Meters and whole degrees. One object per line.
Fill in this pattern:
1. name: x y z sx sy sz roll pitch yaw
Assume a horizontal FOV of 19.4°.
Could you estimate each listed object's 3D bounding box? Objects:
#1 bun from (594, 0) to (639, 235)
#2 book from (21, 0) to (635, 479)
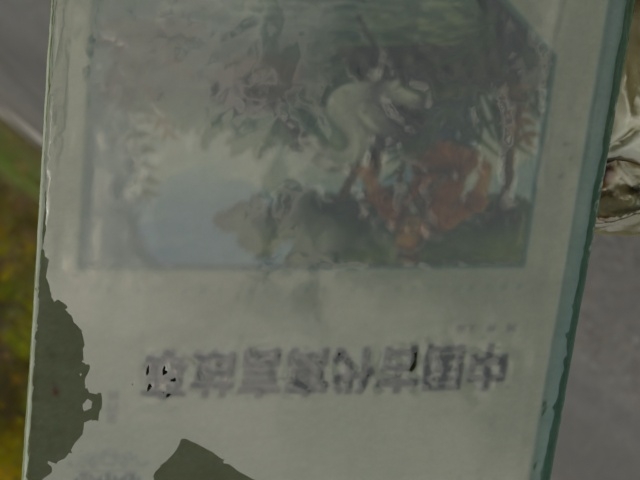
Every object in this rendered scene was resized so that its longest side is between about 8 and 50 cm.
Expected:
1. bun: 0.143 -0.060 0.933 0.173 0.113 0.166 -3 136 16
2. book: 0.000 0.000 0.676 0.215 0.282 0.025 -1 -157 -13
